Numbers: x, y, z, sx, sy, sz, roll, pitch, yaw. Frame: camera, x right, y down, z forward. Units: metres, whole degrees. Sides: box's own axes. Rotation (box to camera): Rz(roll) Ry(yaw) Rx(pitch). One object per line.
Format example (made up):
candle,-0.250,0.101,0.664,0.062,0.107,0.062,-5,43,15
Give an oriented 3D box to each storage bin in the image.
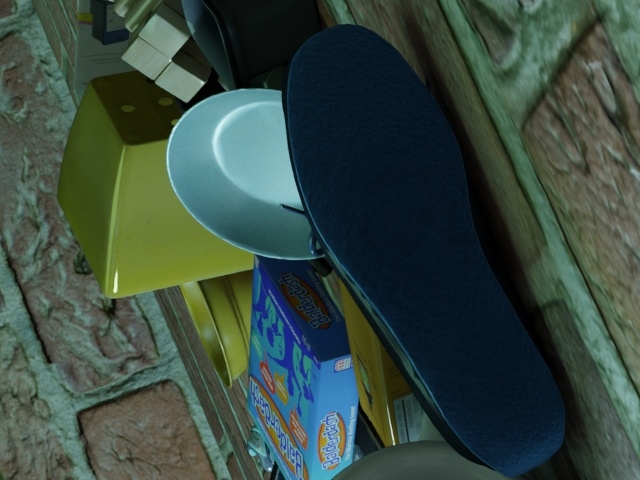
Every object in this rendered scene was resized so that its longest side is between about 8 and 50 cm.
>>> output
storage bin,-0.062,-0.203,1.628,0.135,0.091,0.098,-127,18,-51

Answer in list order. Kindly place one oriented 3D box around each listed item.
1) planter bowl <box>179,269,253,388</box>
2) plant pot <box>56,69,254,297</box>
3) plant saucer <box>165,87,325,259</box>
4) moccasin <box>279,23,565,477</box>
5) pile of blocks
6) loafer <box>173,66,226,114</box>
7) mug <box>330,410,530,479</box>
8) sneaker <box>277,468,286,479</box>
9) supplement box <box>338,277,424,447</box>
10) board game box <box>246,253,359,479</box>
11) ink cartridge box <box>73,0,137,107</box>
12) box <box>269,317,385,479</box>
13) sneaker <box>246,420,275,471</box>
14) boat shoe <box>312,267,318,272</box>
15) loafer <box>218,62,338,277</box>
planter bowl,-0.119,0.077,2.472,0.217,0.090,0.217,158,90,-80
plant pot,-0.179,-0.087,2.196,0.212,0.212,0.187,-123,29,-45
plant saucer,-0.036,-0.065,1.628,0.037,0.195,0.195,-75,-21,-46
moccasin,0.057,0.015,1.359,0.117,0.137,0.342,144,105,-84
pile of blocks,-0.177,-0.326,1.947,0.112,0.149,0.362,-41,73,47
loafer,-0.098,-0.109,2.020,0.078,0.080,0.220,86,159,-58
mug,0.090,0.286,1.489,0.328,0.276,0.374,87,-170,-45
sneaker,-0.023,0.283,1.839,0.053,0.059,0.144,123,136,-57
supplement box,0.070,0.088,1.598,0.233,0.080,0.078,83,163,-49
board game box,-0.018,0.132,1.773,0.160,0.047,0.210,-123,27,-44
ink cartridge box,-0.247,-0.215,2.350,0.154,0.093,0.212,84,-176,-53
box,0.037,0.268,1.869,0.242,0.076,0.307,-121,34,-42
sneaker,-0.029,0.211,2.200,0.110,0.122,0.283,-131,22,-59
boat shoe,0.000,0.000,1.840,0.049,0.056,0.152,56,180,9
loafer,-0.015,-0.049,1.720,0.096,0.084,0.267,-157,46,-75
